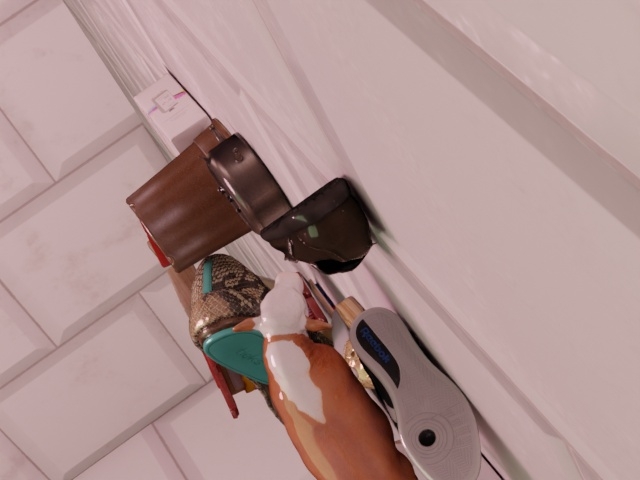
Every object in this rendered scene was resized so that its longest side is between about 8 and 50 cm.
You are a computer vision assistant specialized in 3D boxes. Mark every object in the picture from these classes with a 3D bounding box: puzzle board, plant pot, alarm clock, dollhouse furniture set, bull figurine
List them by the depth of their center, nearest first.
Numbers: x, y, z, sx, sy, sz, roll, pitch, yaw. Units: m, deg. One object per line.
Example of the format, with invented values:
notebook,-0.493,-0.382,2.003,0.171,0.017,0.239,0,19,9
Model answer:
bull figurine,0.016,0.184,1.539,0.310,0.101,0.188,63,-174,10
alarm clock,-0.082,-0.053,1.832,0.192,0.064,0.129,54,175,-28
plant pot,-0.162,-0.050,1.965,0.167,0.165,0.167,53,175,7
puzzle board,0.026,0.119,2.191,0.128,0.011,0.096,54,176,17
dollhouse furniture set,-0.126,0.070,2.247,0.152,0.201,0.374,58,171,53

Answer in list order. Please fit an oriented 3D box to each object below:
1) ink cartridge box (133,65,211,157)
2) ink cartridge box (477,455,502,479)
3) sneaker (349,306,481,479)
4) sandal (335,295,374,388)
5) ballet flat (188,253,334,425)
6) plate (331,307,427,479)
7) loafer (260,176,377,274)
ink cartridge box,-0.201,-0.164,2.111,0.115,0.067,0.198,58,174,-38
ink cartridge box,0.159,0.270,1.705,0.181,0.061,0.104,50,172,46
sneaker,0.111,0.175,1.512,0.217,0.079,0.121,61,-179,27
sandal,0.055,0.149,1.757,0.088,0.079,0.240,57,174,-28
ballet flat,-0.036,0.164,2.121,0.483,0.164,0.182,47,-154,-46
plate,0.094,0.248,1.980,0.277,0.045,0.278,56,-175,-18
loafer,0.000,0.000,1.317,0.078,0.080,0.220,55,174,-1
